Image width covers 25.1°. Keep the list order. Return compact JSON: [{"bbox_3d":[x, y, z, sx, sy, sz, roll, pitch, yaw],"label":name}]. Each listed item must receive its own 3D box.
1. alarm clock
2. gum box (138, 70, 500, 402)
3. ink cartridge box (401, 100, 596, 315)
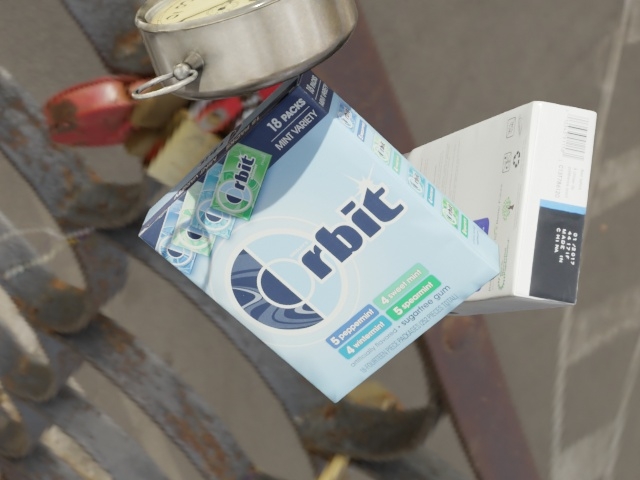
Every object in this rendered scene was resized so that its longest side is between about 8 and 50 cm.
[{"bbox_3d":[-0.052,-0.122,0.857,0.192,0.129,0.064,-45,125,-49],"label":"alarm clock"},{"bbox_3d":[0.000,0.000,0.957,0.184,0.041,0.157,41,116,-16],"label":"gum box"},{"bbox_3d":[0.141,-0.017,1.304,0.065,0.333,0.165,9,84,-17],"label":"ink cartridge box"}]
